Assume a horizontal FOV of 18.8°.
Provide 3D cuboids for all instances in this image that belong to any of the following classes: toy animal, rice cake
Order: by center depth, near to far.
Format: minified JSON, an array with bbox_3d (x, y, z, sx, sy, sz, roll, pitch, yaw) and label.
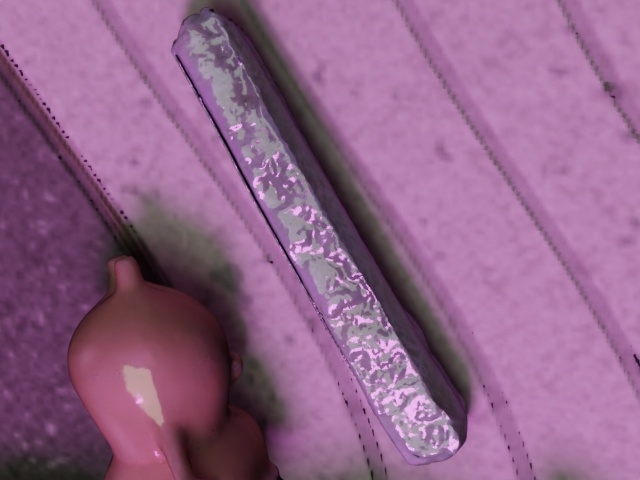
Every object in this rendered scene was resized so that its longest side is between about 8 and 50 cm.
[{"bbox_3d":[0.000,0.000,0.774,0.033,0.033,0.208,-27,101,16],"label":"rice cake"},{"bbox_3d":[-0.065,0.078,0.806,0.089,0.083,0.150,-2,101,33],"label":"toy animal"}]
